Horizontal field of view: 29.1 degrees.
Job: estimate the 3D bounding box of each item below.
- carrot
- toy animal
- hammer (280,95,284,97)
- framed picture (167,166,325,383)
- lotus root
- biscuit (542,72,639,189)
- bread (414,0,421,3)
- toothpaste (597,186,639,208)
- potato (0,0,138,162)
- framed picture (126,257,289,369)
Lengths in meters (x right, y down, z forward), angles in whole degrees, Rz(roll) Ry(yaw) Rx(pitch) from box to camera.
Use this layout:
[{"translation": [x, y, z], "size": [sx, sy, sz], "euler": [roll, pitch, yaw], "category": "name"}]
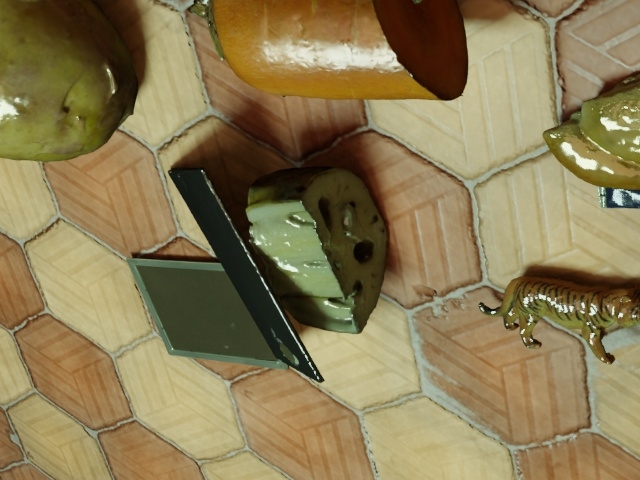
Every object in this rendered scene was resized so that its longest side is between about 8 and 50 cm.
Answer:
[{"translation": [-0.012, -0.256, 1.341], "size": [0.331, 0.193, 0.214], "euler": [4, 115, 32], "category": "carrot"}, {"translation": [0.299, 0.085, 1.496], "size": [0.241, 0.057, 0.099], "euler": [11, 123, 34], "category": "toy animal"}, {"translation": [0.009, -0.231, 1.480], "size": [0.246, 0.029, 0.103], "euler": [-2, 121, 38], "category": "hammer"}, {"translation": [-0.107, 0.041, 1.692], "size": [0.324, 0.013, 0.244], "euler": [60, 168, -11], "category": "framed picture"}, {"translation": [0.000, 0.000, 1.595], "size": [0.119, 0.138, 0.235], "euler": [11, 131, 40], "category": "lotus root"}, {"translation": [0.368, -0.131, 1.266], "size": [0.154, 0.045, 0.299], "euler": [44, 139, -2], "category": "biscuit"}, {"translation": [0.150, -0.351, 1.153], "size": [0.133, 0.174, 0.251], "euler": [44, 138, -4], "category": "bread"}, {"translation": [0.370, -0.047, 1.351], "size": [0.140, 0.021, 0.037], "euler": [7, 120, 37], "category": "toothpaste"}, {"translation": [-0.365, -0.236, 1.634], "size": [0.237, 0.301, 0.289], "euler": [12, 167, 5], "category": "potato"}, {"translation": [-0.175, 0.109, 1.912], "size": [0.252, 0.014, 0.197], "euler": [3, 124, 36], "category": "framed picture"}]
